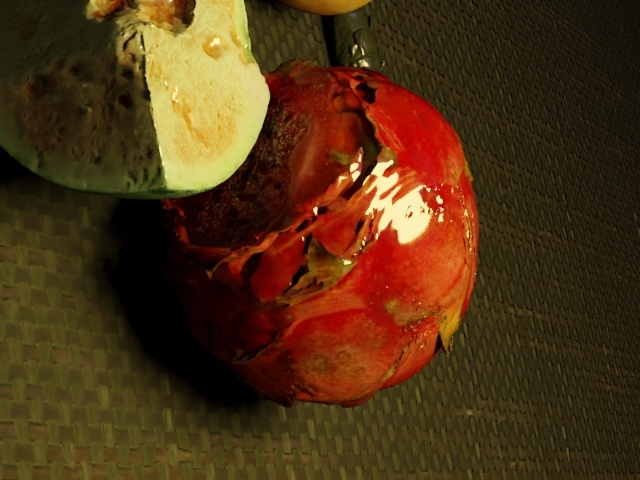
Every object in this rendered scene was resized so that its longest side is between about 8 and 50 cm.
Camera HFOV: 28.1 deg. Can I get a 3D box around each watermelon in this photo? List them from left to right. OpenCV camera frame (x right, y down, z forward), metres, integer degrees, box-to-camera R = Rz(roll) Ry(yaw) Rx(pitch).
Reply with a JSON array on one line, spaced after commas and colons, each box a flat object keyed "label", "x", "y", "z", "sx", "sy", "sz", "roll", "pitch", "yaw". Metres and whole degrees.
[{"label": "watermelon", "x": -0.160, "y": -0.157, "z": 1.056, "sx": 0.175, "sy": 0.188, "sz": 0.322, "roll": 39, "pitch": 49, "yaw": -48}]

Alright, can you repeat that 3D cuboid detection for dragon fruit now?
[{"label": "dragon fruit", "x": 0.000, "y": 0.000, "z": 1.134, "sx": 0.302, "sy": 0.295, "sz": 0.296, "roll": 76, "pitch": 17, "yaw": -50}]

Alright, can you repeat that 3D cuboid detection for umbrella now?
[{"label": "umbrella", "x": 0.050, "y": -0.166, "z": 1.525, "sx": 0.066, "sy": 0.059, "sz": 0.236, "roll": 5, "pitch": 70, "yaw": -33}]

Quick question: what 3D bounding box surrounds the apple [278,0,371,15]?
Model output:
[{"label": "apple", "x": 0.004, "y": -0.373, "z": 1.404, "sx": 0.253, "sy": 0.253, "sz": 0.254, "roll": 34, "pitch": 46, "yaw": -46}]
